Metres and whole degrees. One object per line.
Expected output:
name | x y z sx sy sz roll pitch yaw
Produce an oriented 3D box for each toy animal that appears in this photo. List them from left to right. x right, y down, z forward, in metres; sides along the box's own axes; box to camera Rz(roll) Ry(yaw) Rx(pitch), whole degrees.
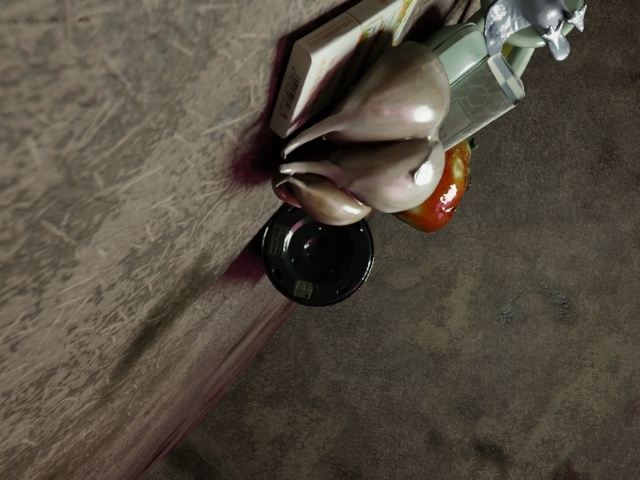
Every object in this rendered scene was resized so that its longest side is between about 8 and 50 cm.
toy animal | 0.388 -0.421 0.751 0.239 0.176 0.255 -32 152 21

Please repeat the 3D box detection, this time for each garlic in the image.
garlic | 0.050 -0.134 0.566 0.292 0.237 0.210 -65 147 -67

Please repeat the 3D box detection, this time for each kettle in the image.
kettle | -0.014 0.006 0.920 0.203 0.262 0.308 -14 173 -2

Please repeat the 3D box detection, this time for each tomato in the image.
tomato | 0.249 -0.173 1.139 0.303 0.238 0.304 -163 -90 -87

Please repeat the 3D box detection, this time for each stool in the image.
stool | 0.414 -0.463 0.920 0.195 0.195 0.199 -50 174 -2

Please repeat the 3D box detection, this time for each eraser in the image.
eraser | 0.203 -0.206 0.883 0.404 0.096 0.098 -33 -173 46

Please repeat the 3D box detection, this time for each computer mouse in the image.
computer mouse | 0.226 -0.334 0.814 0.159 0.097 0.288 -37 -175 22

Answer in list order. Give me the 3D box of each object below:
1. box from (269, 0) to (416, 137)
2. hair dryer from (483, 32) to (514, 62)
box | 0.032 -0.214 0.498 0.220 0.032 0.122 -46 174 -31
hair dryer | 0.465 -0.567 1.096 0.090 0.135 0.279 -48 155 -14
